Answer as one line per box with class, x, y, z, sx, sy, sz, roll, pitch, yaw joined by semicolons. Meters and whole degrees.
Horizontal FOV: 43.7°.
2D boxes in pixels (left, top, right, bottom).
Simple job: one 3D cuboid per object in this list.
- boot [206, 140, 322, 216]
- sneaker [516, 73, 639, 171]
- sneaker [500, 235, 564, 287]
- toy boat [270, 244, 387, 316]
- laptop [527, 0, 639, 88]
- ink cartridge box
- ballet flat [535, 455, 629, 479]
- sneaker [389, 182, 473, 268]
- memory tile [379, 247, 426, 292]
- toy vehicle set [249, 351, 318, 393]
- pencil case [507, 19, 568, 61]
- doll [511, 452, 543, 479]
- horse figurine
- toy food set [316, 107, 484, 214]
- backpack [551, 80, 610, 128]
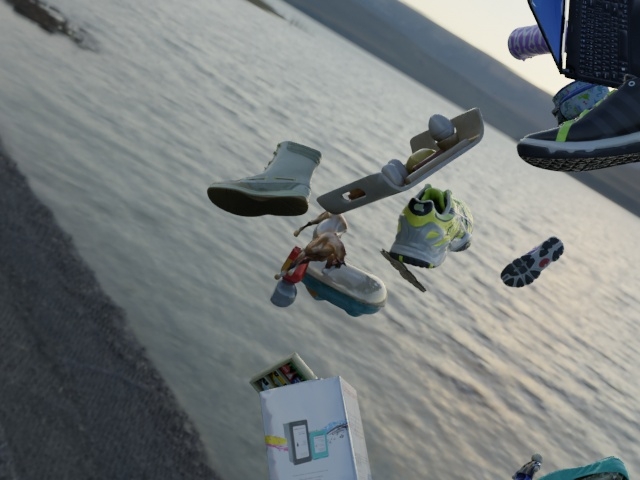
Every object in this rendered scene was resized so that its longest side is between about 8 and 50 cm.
boot;-0.112;-0.130;1.633;0.213;0.077;0.165;4;50;14
sneaker;0.345;-0.140;0.925;0.235;0.097;0.084;-6;-8;13
sneaker;0.498;0.055;1.880;0.068;0.170;0.071;58;-6;3
toy boat;-0.001;0.106;1.951;0.267;0.148;0.318;29;7;35
laptop;0.448;-0.377;1.277;0.264;0.136;0.234;13;56;3
ink cartridge box;-0.006;0.473;1.831;0.198;0.197;0.270;55;24;-65
ballet flat;0.622;0.583;1.899;0.247;0.083;0.087;-16;25;-5
sneaker;0.273;-0.054;1.797;0.145;0.147;0.385;16;21;16
memory tile;0.198;0.072;1.935;0.113;0.012;0.148;48;-2;-18
toy vehicle set;-0.054;0.453;2.242;0.267;0.166;0.035;51;28;-9
pencil case;0.537;-0.472;1.897;0.206;0.086;0.088;14;-44;61
doll;0.637;0.734;2.487;0.046;0.129;0.189;44;58;2
horse figurine;0.000;0.000;1.715;0.066;0.174;0.263;49;32;-16
toy food set;0.156;-0.160;1.574;0.306;0.220;0.092;-33;98;-33
backpack;0.528;-0.282;1.612;0.114;0.105;0.084;121;-55;-79
